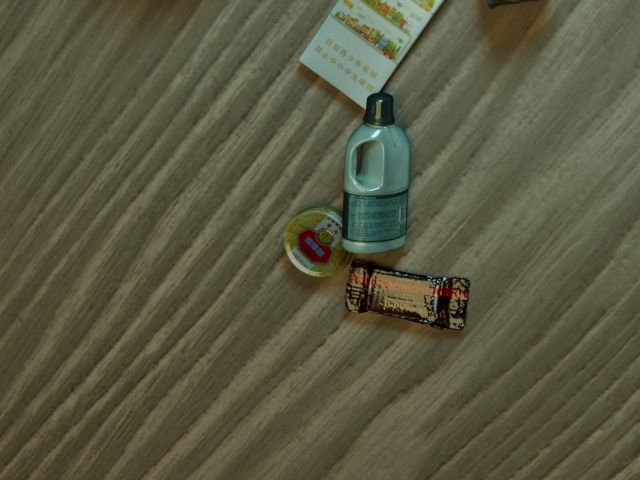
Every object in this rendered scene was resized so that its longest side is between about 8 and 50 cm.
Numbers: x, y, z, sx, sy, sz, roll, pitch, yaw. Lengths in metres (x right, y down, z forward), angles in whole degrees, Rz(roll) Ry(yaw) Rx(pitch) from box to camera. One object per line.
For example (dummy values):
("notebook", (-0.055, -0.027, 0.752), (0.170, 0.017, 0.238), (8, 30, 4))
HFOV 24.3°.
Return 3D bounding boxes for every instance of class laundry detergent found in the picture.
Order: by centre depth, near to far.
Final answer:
("laundry detergent", (0.079, -0.096, 2.083), (0.099, 0.070, 0.225), (-6, 113, -18))

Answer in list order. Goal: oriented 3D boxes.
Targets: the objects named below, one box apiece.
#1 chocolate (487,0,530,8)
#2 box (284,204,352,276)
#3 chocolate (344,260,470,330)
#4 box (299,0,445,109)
("chocolate", (0.255, -0.405, 1.880), (0.093, 0.148, 0.214), (-1, 114, -1))
("box", (0.000, 0.000, 2.172), (0.106, 0.037, 0.105), (6, 111, 16))
("chocolate", (0.125, 0.080, 2.166), (0.183, 0.028, 0.086), (8, 104, 14))
("box", (0.076, -0.300, 2.040), (0.122, 0.032, 0.220), (38, 117, 3))
